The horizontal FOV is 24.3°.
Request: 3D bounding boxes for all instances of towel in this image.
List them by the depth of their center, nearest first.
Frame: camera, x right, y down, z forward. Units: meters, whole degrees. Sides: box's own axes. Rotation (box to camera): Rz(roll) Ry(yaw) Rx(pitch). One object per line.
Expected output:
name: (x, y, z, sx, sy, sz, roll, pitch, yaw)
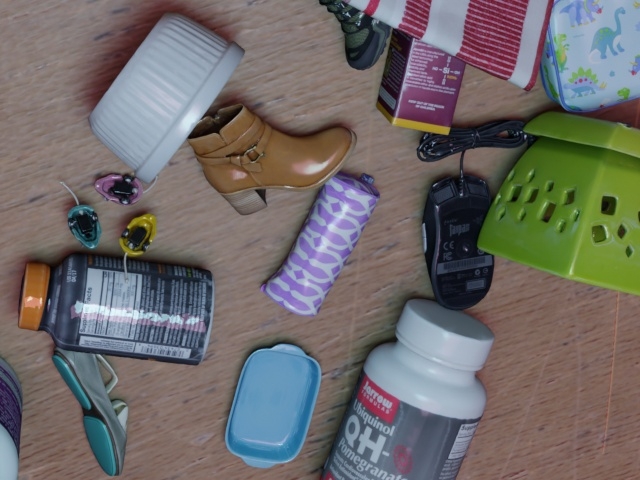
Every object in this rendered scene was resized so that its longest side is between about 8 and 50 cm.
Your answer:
towel: (0.152, -0.349, 1.812, 0.329, 0.037, 0.237, 23, 71, -22)

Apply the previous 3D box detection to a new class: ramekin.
ramekin: (-0.195, -0.182, 1.827, 0.109, 0.207, 0.207, 36, 99, -9)

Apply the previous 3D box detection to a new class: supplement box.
supplement box: (0.138, -0.242, 1.912, 0.080, 0.104, 0.188, 9, 106, -14)

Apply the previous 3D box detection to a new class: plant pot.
plant pot: (0.372, -0.047, 1.937, 0.227, 0.228, 0.207, 13, 95, -27)

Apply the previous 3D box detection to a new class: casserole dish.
casserole dish: (-0.068, 0.225, 2.070, 0.114, 0.037, 0.188, 12, 105, -13)

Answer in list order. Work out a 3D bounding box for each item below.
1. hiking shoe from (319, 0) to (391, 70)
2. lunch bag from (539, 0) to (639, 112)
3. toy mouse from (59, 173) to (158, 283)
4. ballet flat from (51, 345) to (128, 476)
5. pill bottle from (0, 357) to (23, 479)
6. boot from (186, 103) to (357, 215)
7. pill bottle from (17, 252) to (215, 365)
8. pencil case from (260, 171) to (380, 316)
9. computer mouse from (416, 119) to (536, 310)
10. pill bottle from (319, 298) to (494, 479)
hiking shoe: (0.021, -0.317, 1.861, 0.114, 0.086, 0.227, -15, 119, -19)
lunch bag: (0.394, -0.275, 1.953, 0.219, 0.090, 0.176, -16, 111, -4)
toy mouse: (-0.277, -0.036, 1.927, 0.143, 0.031, 0.161, 27, 63, 0)
ballet flat: (-0.295, 0.221, 2.016, 0.068, 0.072, 0.213, -34, 117, -30)
pill bottle: (-0.463, 0.260, 1.872, 0.169, 0.301, 0.169, -3, 109, -9)
boot: (-0.063, -0.126, 1.913, 0.197, 0.073, 0.152, -30, 130, 5)
pill bottle: (-0.268, 0.086, 1.940, 0.245, 0.130, 0.130, 8, 107, -12)
pencil case: (0.000, 0.000, 1.983, 0.088, 0.086, 0.206, 31, 101, 17)
computer mouse: (0.216, -0.044, 2.024, 0.184, 0.060, 0.262, -15, 111, -18)
pill bottle: (0.122, 0.249, 2.037, 0.176, 0.176, 0.319, 17, 105, -15)
